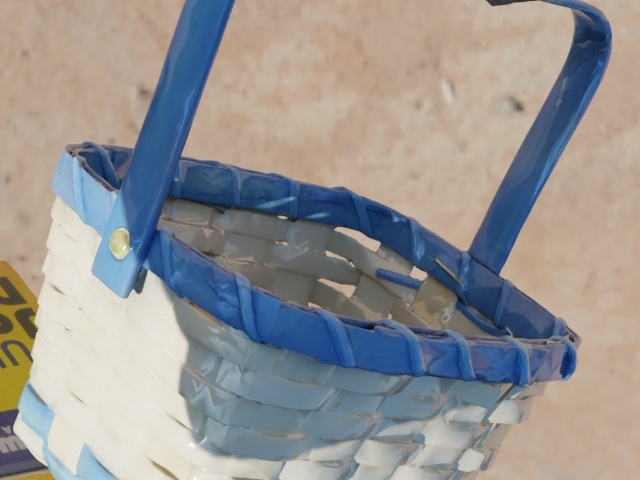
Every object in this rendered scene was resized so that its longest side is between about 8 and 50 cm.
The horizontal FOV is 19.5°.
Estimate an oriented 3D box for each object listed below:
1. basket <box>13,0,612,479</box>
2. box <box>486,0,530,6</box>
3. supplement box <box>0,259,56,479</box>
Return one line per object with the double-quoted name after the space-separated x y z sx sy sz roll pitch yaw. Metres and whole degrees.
0.000 0.000 0.835 0.255 0.201 0.289 14 109 -47 "basket"
0.054 -0.131 0.584 0.116 0.029 0.162 2 155 47 "box"
-0.281 0.216 1.198 0.194 0.195 0.356 -8 132 -40 "supplement box"
